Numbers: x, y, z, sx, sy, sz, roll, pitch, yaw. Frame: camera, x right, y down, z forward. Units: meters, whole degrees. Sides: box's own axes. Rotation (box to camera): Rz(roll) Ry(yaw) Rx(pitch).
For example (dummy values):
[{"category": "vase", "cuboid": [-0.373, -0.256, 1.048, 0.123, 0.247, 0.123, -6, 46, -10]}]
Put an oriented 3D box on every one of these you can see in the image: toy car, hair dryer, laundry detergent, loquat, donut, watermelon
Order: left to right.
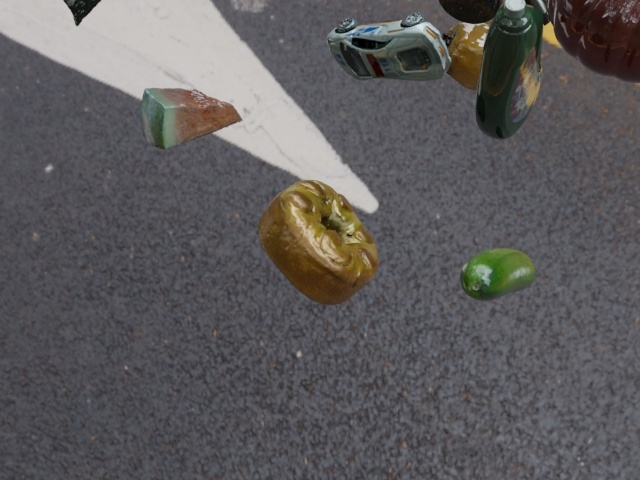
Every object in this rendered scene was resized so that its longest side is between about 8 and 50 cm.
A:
[{"category": "watermelon", "cuboid": [-0.325, -0.321, 1.873, 0.257, 0.139, 0.193, -14, 33, -33]}, {"category": "donut", "cuboid": [0.001, 0.002, 1.239, 0.114, 0.226, 0.226, -41, 48, 22]}, {"category": "toy car", "cuboid": [0.091, -0.267, 1.052, 0.205, 0.095, 0.056, 9, 57, 40]}, {"category": "loquat", "cuboid": [0.403, -0.481, 1.920, 0.234, 0.187, 0.176, 11, 73, -27]}, {"category": "laundry detergent", "cuboid": [0.240, -0.228, 0.920, 0.063, 0.211, 0.137, 29, 72, 23]}, {"category": "hair dryer", "cuboid": [0.464, -0.611, 1.765, 0.284, 0.156, 0.320, 46, 63, -11]}]

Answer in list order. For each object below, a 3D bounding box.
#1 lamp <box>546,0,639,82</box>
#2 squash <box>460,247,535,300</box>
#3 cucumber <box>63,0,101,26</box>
[{"category": "lamp", "cuboid": [0.531, -0.403, 1.221, 0.303, 0.257, 0.303, -2, 65, 5]}, {"category": "squash", "cuboid": [0.301, 0.053, 1.246, 0.082, 0.082, 0.292, 31, 17, 25]}, {"category": "cucumber", "cuboid": [-0.466, -0.578, 1.604, 0.265, 0.077, 0.077, -37, 51, 14]}]
